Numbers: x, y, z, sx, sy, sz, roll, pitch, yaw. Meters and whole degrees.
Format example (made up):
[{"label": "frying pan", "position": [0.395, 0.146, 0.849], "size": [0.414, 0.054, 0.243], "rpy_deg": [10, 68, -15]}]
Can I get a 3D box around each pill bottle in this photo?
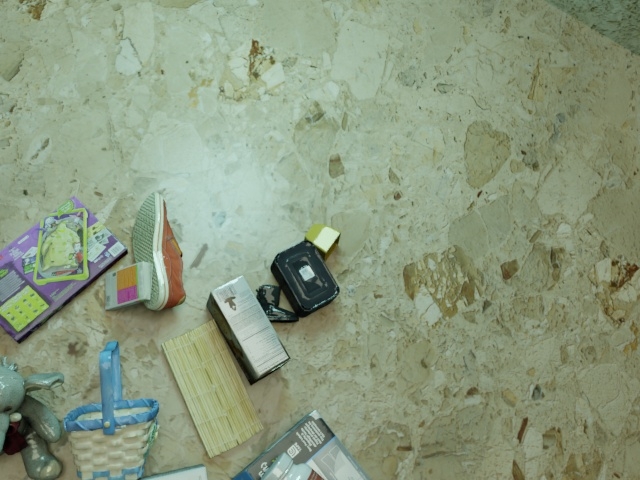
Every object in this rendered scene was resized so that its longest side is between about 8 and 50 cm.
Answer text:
[{"label": "pill bottle", "position": [-0.030, 0.584, 1.399], "size": [0.216, 0.121, 0.121], "rpy_deg": [41, 66, 3]}]

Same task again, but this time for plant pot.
[{"label": "plant pot", "position": [0.000, 0.000, 1.763], "size": [0.083, 0.081, 0.081], "rpy_deg": [32, 66, 10]}]

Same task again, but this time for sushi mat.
[{"label": "sushi mat", "position": [-0.276, 0.372, 1.581], "size": [0.151, 0.019, 0.317], "rpy_deg": [-22, 79, -21]}]

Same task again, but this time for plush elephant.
[{"label": "plush elephant", "position": [-0.698, 0.379, 1.340], "size": [0.271, 0.255, 0.330], "rpy_deg": [0, 66, -24]}]

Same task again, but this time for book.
[{"label": "book", "position": [-0.488, 0.117, 1.573], "size": [0.035, 0.144, 0.096], "rpy_deg": [23, 57, -55]}]

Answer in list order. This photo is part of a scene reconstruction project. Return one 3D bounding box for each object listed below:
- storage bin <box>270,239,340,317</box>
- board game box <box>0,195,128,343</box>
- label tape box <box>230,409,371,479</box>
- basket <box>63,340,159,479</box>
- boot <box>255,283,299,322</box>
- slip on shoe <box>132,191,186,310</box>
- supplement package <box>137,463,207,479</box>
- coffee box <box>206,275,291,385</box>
[{"label": "storage bin", "position": [-0.044, 0.105, 1.709], "size": [0.122, 0.084, 0.180], "rpy_deg": [-27, 79, -21]}, {"label": "board game box", "position": [-0.693, 0.067, 1.583], "size": [0.208, 0.056, 0.347], "rpy_deg": [46, 66, 1]}, {"label": "label tape box", "position": [-0.069, 0.614, 1.503], "size": [0.333, 0.106, 0.241], "rpy_deg": [-36, 82, -23]}, {"label": "basket", "position": [-0.471, 0.382, 1.416], "size": [0.201, 0.255, 0.289], "rpy_deg": [-7, 90, -13]}, {"label": "boot", "position": [-0.117, 0.172, 1.688], "size": [0.121, 0.045, 0.099], "rpy_deg": [3, 71, -8]}, {"label": "slip on shoe", "position": [-0.420, 0.028, 1.642], "size": [0.101, 0.123, 0.331], "rpy_deg": [12, 56, -47]}, {"label": "supplement package", "position": [-0.389, 0.619, 1.378], "size": [0.292, 0.177, 0.175], "rpy_deg": [-8, 75, -15]}, {"label": "coffee box", "position": [-0.188, 0.232, 1.596], "size": [0.098, 0.141, 0.247], "rpy_deg": [-27, 80, -22]}]
